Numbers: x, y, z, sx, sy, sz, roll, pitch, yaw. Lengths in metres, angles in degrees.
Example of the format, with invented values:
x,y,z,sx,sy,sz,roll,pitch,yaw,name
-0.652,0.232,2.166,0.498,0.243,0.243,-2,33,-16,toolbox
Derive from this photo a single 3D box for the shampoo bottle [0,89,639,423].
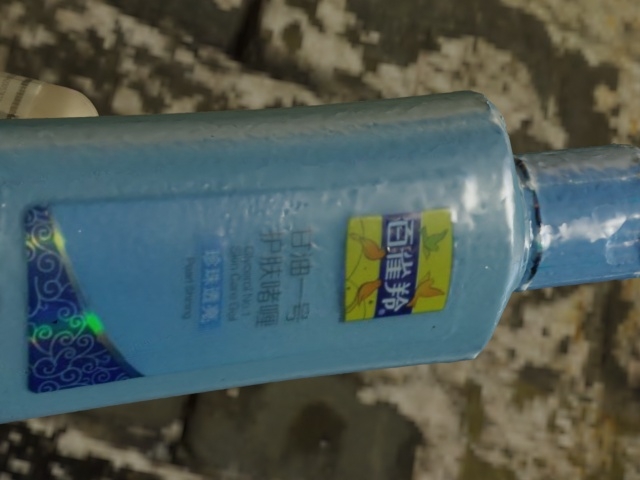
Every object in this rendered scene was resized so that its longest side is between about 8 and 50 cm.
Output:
x,y,z,sx,sy,sz,roll,pitch,yaw,name
0.000,0.000,0.555,0.258,0.104,0.061,-6,-153,-21,shampoo bottle

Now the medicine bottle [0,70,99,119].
x,y,z,sx,sy,sz,roll,pitch,yaw,name
-0.146,-0.017,0.701,0.252,0.114,0.114,13,157,-4,medicine bottle
